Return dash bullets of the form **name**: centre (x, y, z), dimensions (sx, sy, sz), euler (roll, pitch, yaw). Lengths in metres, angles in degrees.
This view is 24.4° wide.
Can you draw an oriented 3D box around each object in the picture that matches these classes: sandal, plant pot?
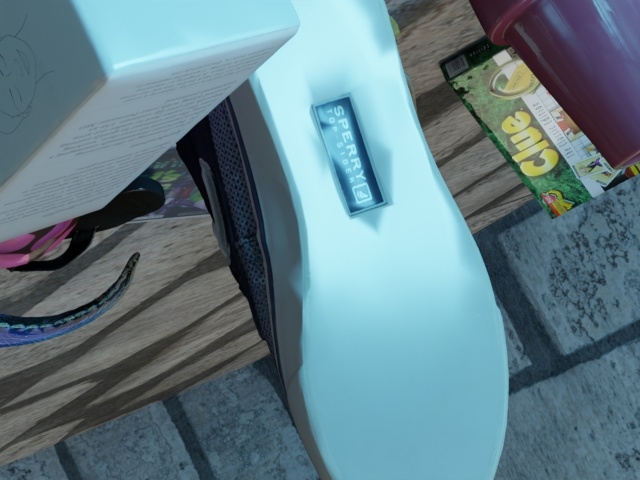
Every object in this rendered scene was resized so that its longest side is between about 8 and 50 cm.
- **sandal**: centre (-0.192, -0.003, 1.057), dimensions (0.179, 0.040, 0.067), euler (-16, 162, 22)
- **plant pot**: centre (0.230, -0.160, 1.081), dimensions (0.201, 0.180, 0.201), euler (-27, 172, -4)

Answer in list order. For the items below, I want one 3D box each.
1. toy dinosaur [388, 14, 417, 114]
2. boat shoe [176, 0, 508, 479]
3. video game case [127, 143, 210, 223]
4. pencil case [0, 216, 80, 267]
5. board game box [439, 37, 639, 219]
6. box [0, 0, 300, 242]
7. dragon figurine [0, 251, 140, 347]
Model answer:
- **toy dinosaur**: centre (0.019, -0.127, 1.086), dimensions (0.211, 0.064, 0.112), euler (-5, 176, -35)
- **boat shoe**: centre (0.000, 0.000, 0.841), dimensions (0.127, 0.341, 0.158), euler (-12, 178, -21)
- **video game case**: centre (-0.119, -0.048, 1.083), dimensions (0.190, 0.022, 0.173), euler (-6, 163, -27)
- **pencil case**: centre (-0.163, -0.050, 0.844), dimensions (0.098, 0.095, 0.209), euler (-45, -177, -23)
- **board game box**: centre (0.230, -0.121, 1.425), dimensions (0.136, 0.030, 0.259), euler (-27, 140, 17)
- **box**: centre (-0.110, -0.089, 0.572), dimensions (0.091, 0.130, 0.170), euler (-21, 172, -41)
- **dragon figurine**: centre (-0.254, 0.046, 0.841), dimensions (0.289, 0.085, 0.144), euler (-4, 167, 6)
